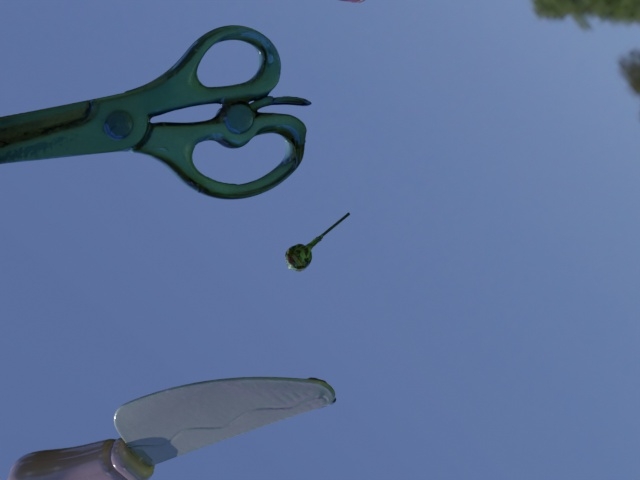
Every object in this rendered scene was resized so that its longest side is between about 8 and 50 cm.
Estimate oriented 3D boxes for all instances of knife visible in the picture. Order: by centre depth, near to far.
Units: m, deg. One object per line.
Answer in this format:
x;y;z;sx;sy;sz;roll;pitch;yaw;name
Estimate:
-0.129;0.150;1.217;0.081;0.336;0.043;43;-142;-26;knife

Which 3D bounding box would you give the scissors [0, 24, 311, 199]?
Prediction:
-0.197;-0.112;1.578;0.032;0.393;0.180;-150;53;-68;scissors

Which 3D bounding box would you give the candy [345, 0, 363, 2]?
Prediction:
0.035;-0.296;1.613;0.043;0.103;0.103;7;-149;0;candy

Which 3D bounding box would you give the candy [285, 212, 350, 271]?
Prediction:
0.000;0.000;1.479;0.025;0.083;0.023;31;148;38;candy
